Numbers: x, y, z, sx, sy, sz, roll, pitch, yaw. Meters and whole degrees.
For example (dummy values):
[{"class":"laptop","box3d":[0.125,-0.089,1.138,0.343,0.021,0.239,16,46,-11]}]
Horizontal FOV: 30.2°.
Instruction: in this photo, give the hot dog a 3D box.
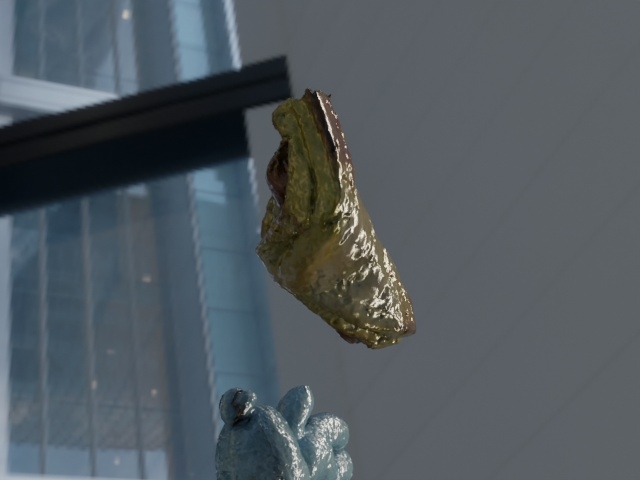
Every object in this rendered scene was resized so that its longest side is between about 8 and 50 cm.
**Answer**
[{"class":"hot dog","box3d":[-0.001,0.000,0.597,0.078,0.061,0.169,-93,163,-53]}]

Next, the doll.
[{"class":"doll","box3d":[-0.032,0.170,0.919,0.180,0.075,0.120,12,65,-71]}]
